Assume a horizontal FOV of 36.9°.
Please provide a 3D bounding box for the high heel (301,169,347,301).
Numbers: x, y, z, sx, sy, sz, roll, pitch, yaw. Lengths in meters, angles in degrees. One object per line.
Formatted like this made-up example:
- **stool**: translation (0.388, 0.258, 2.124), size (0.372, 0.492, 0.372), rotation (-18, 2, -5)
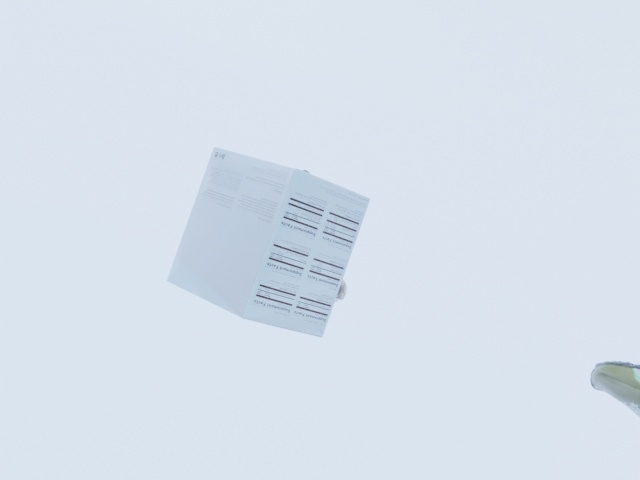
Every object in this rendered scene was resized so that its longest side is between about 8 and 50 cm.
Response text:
- **high heel**: translation (0.000, 0.000, 1.557), size (0.093, 0.186, 0.261), rotation (8, 172, 23)

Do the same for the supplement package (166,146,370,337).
- **supplement package**: translation (-0.073, 0.001, 1.318), size (0.149, 0.203, 0.194), rotation (19, 180, -42)

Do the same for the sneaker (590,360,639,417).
- **sneaker**: translation (0.412, 0.267, 0.961), size (0.158, 0.182, 0.410), rotation (25, -170, -44)
